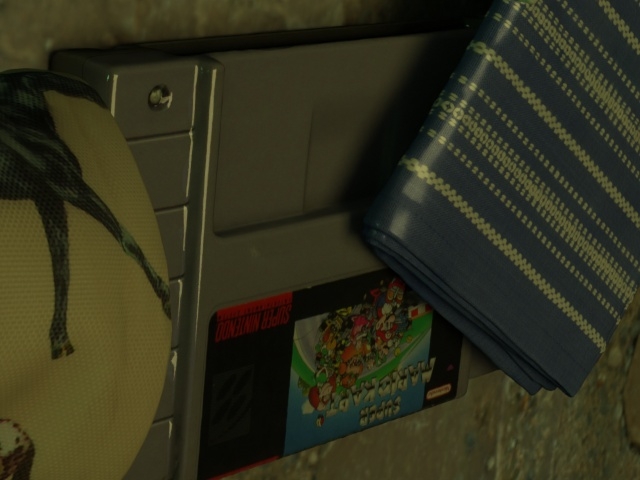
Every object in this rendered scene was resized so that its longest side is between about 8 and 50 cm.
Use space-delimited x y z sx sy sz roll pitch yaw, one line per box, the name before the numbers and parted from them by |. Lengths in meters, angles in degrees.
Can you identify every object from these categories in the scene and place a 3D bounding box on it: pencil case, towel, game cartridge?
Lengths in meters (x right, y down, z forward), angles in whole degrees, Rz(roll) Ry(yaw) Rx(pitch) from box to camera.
pencil case | -0.218 0.029 0.511 0.410 0.160 0.183 -2 137 -52
towel | 0.161 -0.092 1.056 0.243 0.040 0.336 40 76 -47
game cartridge | 0.000 0.000 0.984 0.355 0.068 0.230 -13 110 -47

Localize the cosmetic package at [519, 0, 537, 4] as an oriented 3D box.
cosmetic package | 0.046 -0.244 0.805 0.224 0.225 0.138 -53 137 -20
